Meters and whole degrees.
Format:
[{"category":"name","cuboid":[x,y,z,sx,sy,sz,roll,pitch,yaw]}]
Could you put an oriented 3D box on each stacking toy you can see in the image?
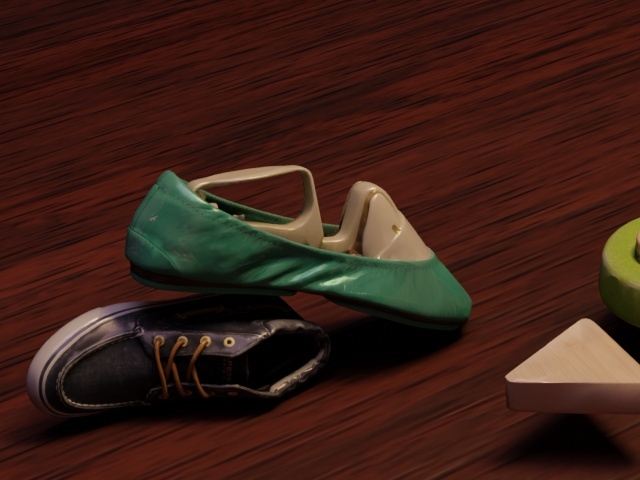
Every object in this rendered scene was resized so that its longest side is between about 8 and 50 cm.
[{"category":"stacking toy","cuboid":[0.271,0.012,1.112,0.279,0.130,0.309,11,31,29]}]

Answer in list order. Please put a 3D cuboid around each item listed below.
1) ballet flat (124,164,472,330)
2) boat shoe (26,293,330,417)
[{"category":"ballet flat","cuboid":[0.000,0.000,1.214,0.247,0.087,0.083,9,15,-25]},{"category":"boat shoe","cuboid":[-0.086,0.073,1.193,0.183,0.065,0.083,-18,25,-29]}]
